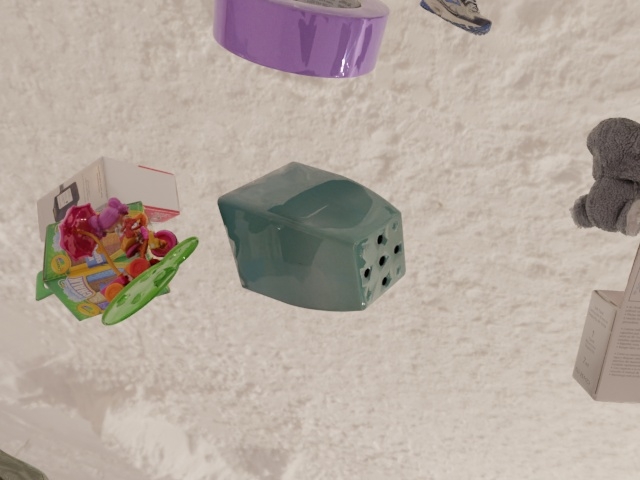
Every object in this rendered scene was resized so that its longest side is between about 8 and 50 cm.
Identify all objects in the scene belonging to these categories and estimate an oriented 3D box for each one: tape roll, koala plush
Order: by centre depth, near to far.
[{"bbox_3d":[-0.032,-0.357,0.727,0.274,0.275,0.090,17,127,5],"label":"tape roll"},{"bbox_3d":[0.619,-0.117,0.926,0.203,0.196,0.221,19,98,-15],"label":"koala plush"}]

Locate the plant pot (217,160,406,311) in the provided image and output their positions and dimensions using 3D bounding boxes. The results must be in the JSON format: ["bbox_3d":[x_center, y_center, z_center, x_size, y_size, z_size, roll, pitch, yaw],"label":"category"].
[{"bbox_3d":[0.000,0.000,0.670,0.234,0.165,0.166,18,129,40],"label":"plant pot"}]

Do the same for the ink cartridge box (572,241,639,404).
[{"bbox_3d":[0.509,0.090,0.577,0.296,0.066,0.261,4,107,0],"label":"ink cartridge box"}]

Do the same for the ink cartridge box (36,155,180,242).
[{"bbox_3d":[-0.442,-0.069,0.942,0.237,0.100,0.172,-20,165,29],"label":"ink cartridge box"}]

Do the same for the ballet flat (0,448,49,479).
[{"bbox_3d":[-0.423,0.262,0.527,0.213,0.068,0.072,36,103,-9],"label":"ballet flat"}]

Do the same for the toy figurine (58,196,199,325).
[{"bbox_3d":[-0.287,0.003,0.639,0.159,0.173,0.130,45,-179,4],"label":"toy figurine"}]

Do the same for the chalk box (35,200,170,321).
[{"bbox_3d":[-0.396,0.041,0.796,0.212,0.132,0.132,-17,142,-12],"label":"chalk box"}]

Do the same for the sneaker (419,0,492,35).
[{"bbox_3d":[0.201,-0.346,0.656,0.052,0.135,0.058,-2,132,-41],"label":"sneaker"}]
